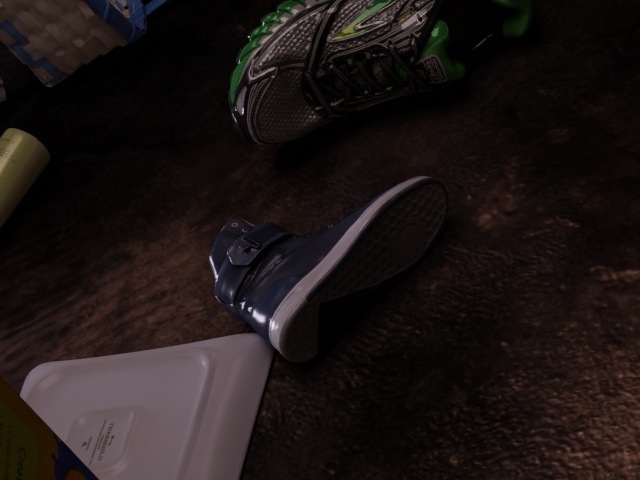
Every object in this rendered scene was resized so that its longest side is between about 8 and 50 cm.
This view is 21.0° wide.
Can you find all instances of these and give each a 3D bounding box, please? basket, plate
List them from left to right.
[{"bbox_3d":[-0.290,-0.352,2.071,0.289,0.255,0.201,-33,35,14],"label":"basket"},{"bbox_3d":[-0.195,0.195,1.571,0.278,0.045,0.277,-10,43,24],"label":"plate"}]

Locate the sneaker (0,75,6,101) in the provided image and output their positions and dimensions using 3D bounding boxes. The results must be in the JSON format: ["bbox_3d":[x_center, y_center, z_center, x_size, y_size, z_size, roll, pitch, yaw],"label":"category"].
[{"bbox_3d":[-0.488,-0.212,2.018,0.102,0.161,0.282,-7,12,24],"label":"sneaker"}]

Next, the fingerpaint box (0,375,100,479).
[{"bbox_3d":[-0.317,0.294,1.241,0.163,0.371,0.445,-17,47,16],"label":"fingerpaint box"}]

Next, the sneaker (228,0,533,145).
[{"bbox_3d":[0.060,-0.201,1.777,0.343,0.134,0.146,-32,39,-3],"label":"sneaker"}]

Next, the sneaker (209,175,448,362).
[{"bbox_3d":[-0.001,-0.001,1.632,0.226,0.086,0.163,-41,39,-17],"label":"sneaker"}]

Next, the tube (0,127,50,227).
[{"bbox_3d":[-0.390,-0.018,1.925,0.240,0.062,0.070,-59,4,-24],"label":"tube"}]
